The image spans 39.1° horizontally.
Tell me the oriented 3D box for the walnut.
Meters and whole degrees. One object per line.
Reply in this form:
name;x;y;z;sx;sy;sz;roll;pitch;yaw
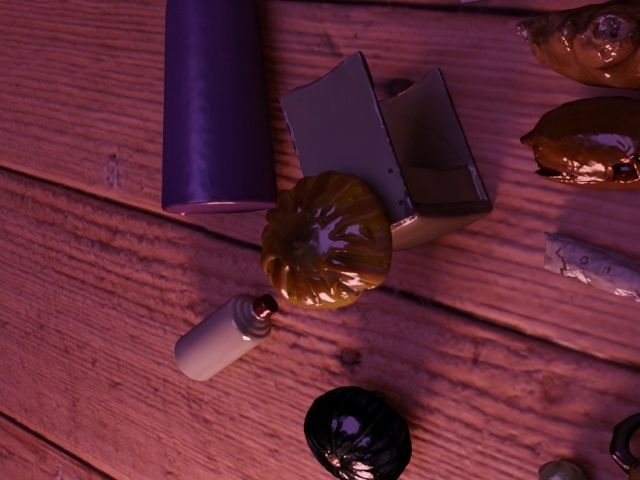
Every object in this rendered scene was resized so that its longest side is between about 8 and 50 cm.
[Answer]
walnut;0.400;-0.136;1.258;0.245;0.137;0.137;11;100;33

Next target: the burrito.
burrito;0.408;0.041;1.303;0.203;0.064;0.064;23;106;37

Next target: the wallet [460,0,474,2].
wallet;0.259;-0.399;1.416;0.083;0.011;0.044;3;94;38

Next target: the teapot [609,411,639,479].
teapot;0.505;0.335;1.202;0.183;0.173;0.269;-28;49;2

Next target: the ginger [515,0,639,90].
ginger;0.388;-0.260;1.200;0.270;0.219;0.123;1;93;29

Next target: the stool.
stool;0.106;-0.129;1.407;0.170;0.244;0.269;-24;79;35

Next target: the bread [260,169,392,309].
bread;0.000;0.000;1.280;0.213;0.105;0.213;1;92;39

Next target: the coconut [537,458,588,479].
coconut;0.365;0.366;1.348;0.083;0.081;0.082;34;154;36

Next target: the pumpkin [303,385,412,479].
pumpkin;0.062;0.336;1.531;0.194;0.150;0.194;10;104;47

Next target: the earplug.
earplug;-0.191;-0.276;1.661;0.215;0.215;0.455;-5;86;38

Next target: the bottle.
bottle;-0.172;0.175;1.730;0.245;0.104;0.104;-38;71;33
